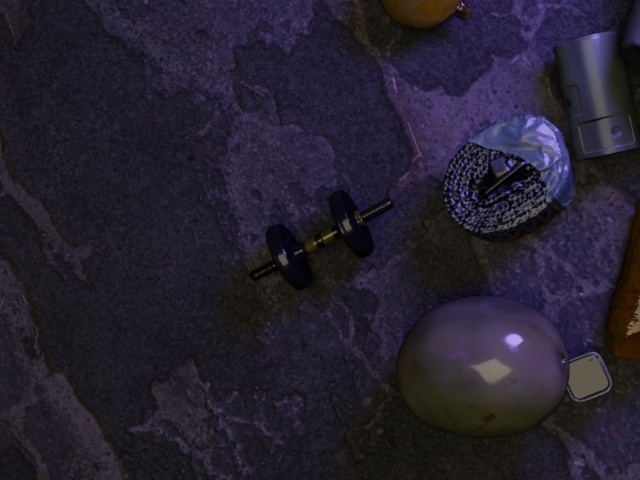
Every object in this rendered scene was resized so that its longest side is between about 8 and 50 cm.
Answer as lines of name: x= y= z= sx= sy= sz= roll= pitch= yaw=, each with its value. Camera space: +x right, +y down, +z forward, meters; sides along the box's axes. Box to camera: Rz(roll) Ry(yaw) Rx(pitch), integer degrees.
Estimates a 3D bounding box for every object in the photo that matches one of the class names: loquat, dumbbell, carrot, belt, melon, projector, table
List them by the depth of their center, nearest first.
table: x=0.518 y=-0.268 z=1.826 sx=0.126 sy=0.126 sz=0.219 roll=-12 pitch=91 yaw=13
carrot: x=0.611 y=0.076 z=1.830 sx=0.114 sy=0.114 sz=0.301 roll=13 pitch=92 yaw=12
melon: x=0.294 y=0.235 z=1.830 sx=0.330 sy=0.268 sz=0.268 roll=-11 pitch=90 yaw=31
belt: x=0.359 y=-0.117 z=1.860 sx=0.257 sy=0.150 sz=0.207 roll=-38 pitch=74 yaw=11
projector: x=0.507 y=0.255 z=1.874 sx=0.083 sy=0.082 sz=0.083 roll=-25 pitch=87 yaw=12
loquat: x=0.203 y=-0.487 z=1.879 sx=0.205 sy=0.149 sz=0.172 roll=31 pitch=95 yaw=-1
dumbbell: x=0.000 y=0.000 z=1.949 sx=0.326 sy=0.143 sz=0.143 roll=-28 pitch=86 yaw=13

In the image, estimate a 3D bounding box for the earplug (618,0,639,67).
earplug: x=0.717 y=-0.478 z=1.674 sx=0.313 sy=0.313 sz=0.393 roll=15 pitch=96 yaw=12
